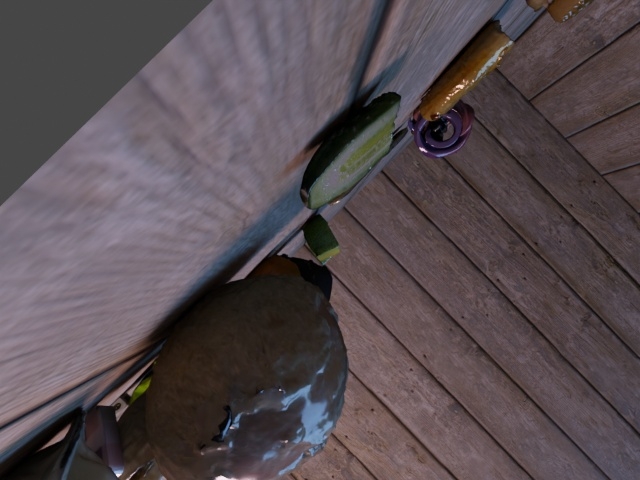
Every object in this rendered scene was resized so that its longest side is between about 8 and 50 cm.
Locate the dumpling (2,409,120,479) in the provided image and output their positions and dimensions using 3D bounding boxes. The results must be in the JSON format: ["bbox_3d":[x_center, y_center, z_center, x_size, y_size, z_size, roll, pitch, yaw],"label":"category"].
[{"bbox_3d":[-0.290,0.283,0.458,0.247,0.142,0.172,-139,-114,-73],"label":"dumpling"}]

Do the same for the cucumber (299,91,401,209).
[{"bbox_3d":[0.018,-0.073,0.346,0.107,0.035,0.067,-43,161,-19],"label":"cucumber"}]

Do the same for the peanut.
[{"bbox_3d":[-0.251,0.280,0.728,0.149,0.149,0.313,-44,-162,29],"label":"peanut"}]

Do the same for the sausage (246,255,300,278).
[{"bbox_3d":[-0.146,0.131,0.947,0.270,0.109,0.109,-44,180,35],"label":"sausage"}]

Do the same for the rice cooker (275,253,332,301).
[{"bbox_3d":[-0.061,0.103,1.041,0.203,0.142,0.118,8,-102,41],"label":"rice cooker"}]

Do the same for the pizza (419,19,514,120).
[{"bbox_3d":[0.239,-0.269,0.678,0.182,0.062,0.161,-47,-176,44],"label":"pizza"}]

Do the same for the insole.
[{"bbox_3d":[0.100,-0.156,0.875,0.248,0.011,0.081,-47,-165,-21],"label":"insole"}]

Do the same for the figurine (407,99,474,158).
[{"bbox_3d":[0.240,-0.248,0.855,0.157,0.126,0.114,-81,165,-48],"label":"figurine"}]

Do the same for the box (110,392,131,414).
[{"bbox_3d":[-0.427,0.353,0.857,0.083,0.024,0.054,-45,-178,-14],"label":"box"}]

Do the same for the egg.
[{"bbox_3d":[-0.095,0.187,0.578,0.310,0.279,0.279,-48,180,-12],"label":"egg"}]

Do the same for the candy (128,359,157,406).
[{"bbox_3d":[-0.353,0.322,0.883,0.246,0.069,0.149,-62,-176,11],"label":"candy"}]

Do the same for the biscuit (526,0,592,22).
[{"bbox_3d":[0.359,-0.373,0.494,0.259,0.079,0.259,-45,179,-1],"label":"biscuit"}]

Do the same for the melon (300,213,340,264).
[{"bbox_3d":[0.000,0.000,1.021,0.064,0.118,0.209,-31,167,-2],"label":"melon"}]

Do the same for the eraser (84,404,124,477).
[{"bbox_3d":[-0.315,0.294,0.597,0.065,0.105,0.026,-46,140,11],"label":"eraser"}]
